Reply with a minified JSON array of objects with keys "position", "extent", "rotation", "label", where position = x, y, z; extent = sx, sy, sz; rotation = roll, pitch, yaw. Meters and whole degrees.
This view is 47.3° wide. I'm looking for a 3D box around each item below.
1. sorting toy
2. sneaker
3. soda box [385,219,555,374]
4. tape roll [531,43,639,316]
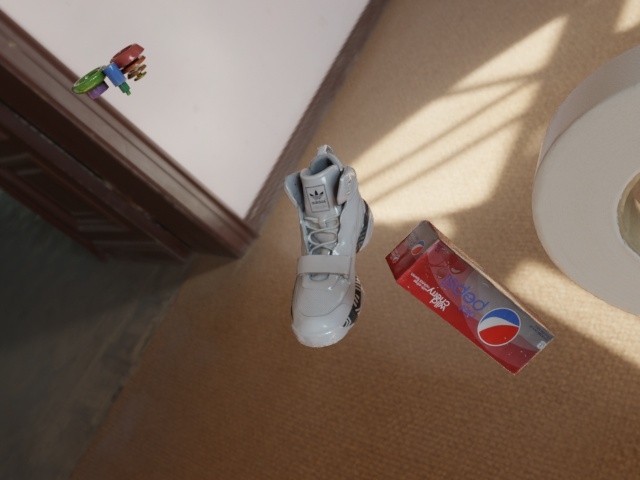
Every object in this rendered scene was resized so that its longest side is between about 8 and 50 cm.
[{"position":[-0.251,-0.198,0.895],"extent":[0.102,0.042,0.061],"rotation":[-38,28,-8],"label":"sorting toy"},{"position":[0.000,0.000,1.319],"extent":[0.137,0.210,0.365],"rotation":[-4,45,21],"label":"sneaker"},{"position":[0.224,0.086,1.095],"extent":[0.092,0.263,0.083],"rotation":[-47,21,13],"label":"soda box"},{"position":[0.419,-0.044,0.755],"extent":[0.392,0.392,0.072],"rotation":[-13,41,39],"label":"tape roll"}]
